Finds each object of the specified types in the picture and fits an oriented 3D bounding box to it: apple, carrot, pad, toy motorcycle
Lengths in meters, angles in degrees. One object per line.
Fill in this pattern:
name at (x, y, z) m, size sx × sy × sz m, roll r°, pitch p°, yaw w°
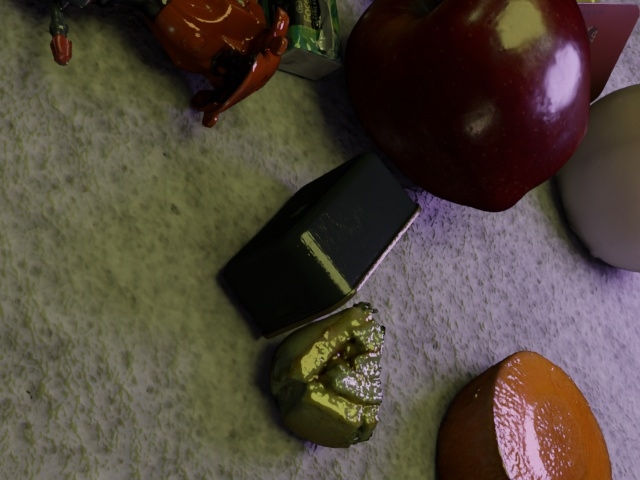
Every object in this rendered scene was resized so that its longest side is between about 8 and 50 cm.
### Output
apple at (0.181, -0.197, 1.260) m, size 0.317 × 0.288 × 0.288 m, roll 57°, pitch 40°, yaw -41°
carrot at (0.265, 0.269, 1.302) m, size 0.307 × 0.100 × 0.258 m, roll -11°, pitch 80°, yaw -54°
pad at (0.337, -0.262, 1.500) m, size 0.267 × 0.181 × 0.004 m, roll -7°, pitch 43°, yaw -30°
toy motorcycle at (-0.157, -0.238, 1.053) m, size 0.326 × 0.148 × 0.221 m, roll 21°, pitch 37°, yaw -40°

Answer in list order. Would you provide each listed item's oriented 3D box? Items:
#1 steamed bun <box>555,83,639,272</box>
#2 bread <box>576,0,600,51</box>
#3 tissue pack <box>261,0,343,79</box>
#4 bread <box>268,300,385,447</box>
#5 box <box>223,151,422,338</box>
steamed bun at (0.533, -0.105, 1.572) m, size 0.309 × 0.309 × 0.309 m, roll 19°, pitch 61°, yaw -39°
bread at (0.242, -0.406, 1.474) m, size 0.375 × 0.165 × 0.236 m, roll 12°, pitch 80°, yaw -44°
tissue pack at (-0.015, -0.262, 1.236) m, size 0.085 × 0.079 × 0.111 m, roll 11°, pitch 66°, yaw -43°
bread at (-0.003, 0.129, 1.083) m, size 0.110 × 0.103 × 0.156 m, roll 15°, pitch 57°, yaw -28°
box at (0.000, 0.000, 1.100) m, size 0.090 × 0.144 × 0.201 m, roll 52°, pitch 46°, yaw -11°
